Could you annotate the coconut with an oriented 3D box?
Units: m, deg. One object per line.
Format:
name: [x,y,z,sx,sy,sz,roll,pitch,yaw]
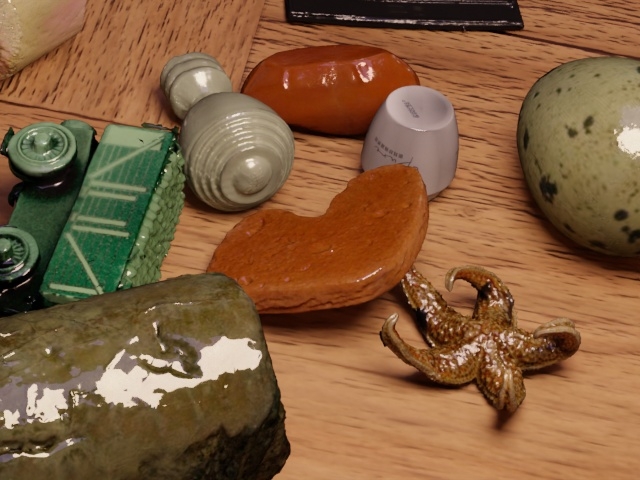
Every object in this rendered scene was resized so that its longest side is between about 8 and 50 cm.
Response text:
coconut: [-0.300,-0.242,1.848,0.147,0.147,0.153,31,51,20]

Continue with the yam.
yam: [-0.179,0.137,1.455,0.300,0.195,0.195,-11,48,-19]

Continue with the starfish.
starfish: [0.121,0.075,1.640,0.190,0.074,0.146,35,51,30]

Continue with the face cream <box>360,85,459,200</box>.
face cream: [0.086,-0.089,1.784,0.091,0.095,0.091,5,45,-5]

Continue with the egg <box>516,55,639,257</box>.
egg: [0.269,-0.084,1.754,0.177,0.177,0.228,-13,36,-21]

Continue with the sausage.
sausage: [0.007,-0.147,1.839,0.179,0.089,0.089,-2,45,2]

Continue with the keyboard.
keyboard: [0.086,-0.249,2.000,0.250,0.017,0.087,1,44,-9]

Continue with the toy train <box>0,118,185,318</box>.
toy train: [-0.212,-0.005,1.641,0.154,0.115,0.269,8,43,7]

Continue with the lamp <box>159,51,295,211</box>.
lamp: [-0.091,-0.105,1.776,0.106,0.106,0.193,-9,38,-17]

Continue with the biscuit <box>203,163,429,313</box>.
biscuit: [0.000,0.000,1.689,0.192,0.036,0.186,-6,36,18]
